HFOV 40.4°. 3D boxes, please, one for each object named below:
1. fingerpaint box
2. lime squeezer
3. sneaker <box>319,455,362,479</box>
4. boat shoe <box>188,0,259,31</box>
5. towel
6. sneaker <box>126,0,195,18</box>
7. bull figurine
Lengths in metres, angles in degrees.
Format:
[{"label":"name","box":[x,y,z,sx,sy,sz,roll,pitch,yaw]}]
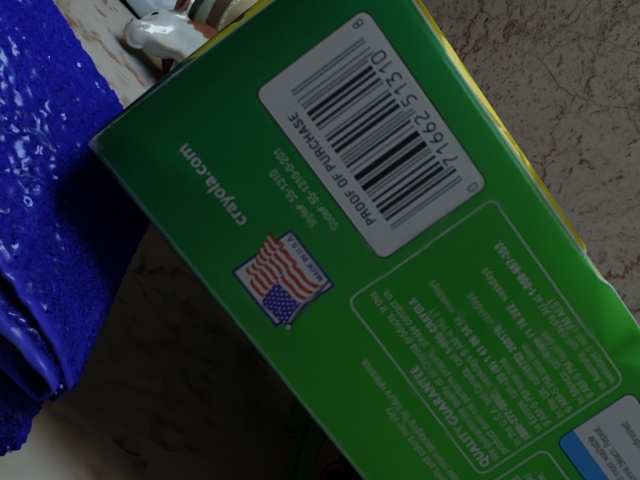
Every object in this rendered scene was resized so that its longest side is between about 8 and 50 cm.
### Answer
[{"label":"fingerpaint box","box":[0.078,0.037,0.586,0.445,0.163,0.371,52,7,-14]},{"label":"lime squeezer","box":[-0.042,0.095,0.664,0.110,0.059,0.310,3,45,-33]},{"label":"sneaker","box":[0.039,0.183,0.647,0.077,0.072,0.178,28,-1,7]},{"label":"boat shoe","box":[-0.050,-0.204,1.129,0.120,0.122,0.324,36,-3,32]},{"label":"towel","box":[-0.174,-0.087,0.360,0.308,0.076,0.227,60,26,-30]},{"label":"sneaker","box":[-0.157,-0.310,1.131,0.290,0.123,0.106,36,24,-49]},{"label":"bull figurine","box":[-0.080,-0.142,0.971,0.310,0.101,0.188,39,18,-33]}]
